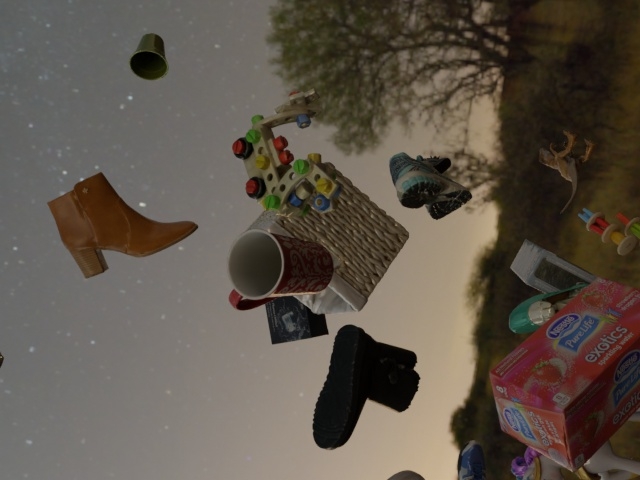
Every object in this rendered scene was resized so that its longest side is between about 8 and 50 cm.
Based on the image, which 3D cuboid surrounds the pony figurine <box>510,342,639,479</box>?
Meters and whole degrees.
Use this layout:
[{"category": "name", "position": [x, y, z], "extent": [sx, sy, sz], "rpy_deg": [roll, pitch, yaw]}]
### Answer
[{"category": "pony figurine", "position": [0.586, 0.406, 1.655], "extent": [0.303, 0.363, 0.351], "rpy_deg": [-74, -22, -82]}]

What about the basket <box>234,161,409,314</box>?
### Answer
[{"category": "basket", "position": [0.000, 0.000, 2.013], "extent": [0.266, 0.328, 0.331], "rpy_deg": [-53, 13, -16]}]

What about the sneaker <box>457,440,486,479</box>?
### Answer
[{"category": "sneaker", "position": [0.395, 0.612, 1.915], "extent": [0.081, 0.080, 0.211], "rpy_deg": [-175, 83, -67]}]

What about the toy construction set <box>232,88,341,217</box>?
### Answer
[{"category": "toy construction set", "position": [-0.069, -0.185, 1.635], "extent": [0.151, 0.215, 0.328], "rpy_deg": [25, -136, -42]}]

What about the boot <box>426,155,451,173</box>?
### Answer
[{"category": "boot", "position": [0.297, -0.197, 2.117], "extent": [0.121, 0.099, 0.045], "rpy_deg": [-36, -69, -23]}]

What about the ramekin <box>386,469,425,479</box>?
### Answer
[{"category": "ramekin", "position": [0.192, 0.651, 1.648], "extent": [0.272, 0.127, 0.273], "rpy_deg": [-20, -61, -43]}]

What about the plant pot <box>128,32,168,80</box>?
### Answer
[{"category": "plant pot", "position": [-0.366, -0.403, 1.637], "extent": [0.083, 0.083, 0.079], "rpy_deg": [80, -173, -52]}]

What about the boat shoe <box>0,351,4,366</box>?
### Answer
[{"category": "boat shoe", "position": [-0.785, 0.368, 1.649], "extent": [0.320, 0.103, 0.118], "rpy_deg": [-65, -3, -46]}]

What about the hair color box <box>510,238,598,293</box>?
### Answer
[{"category": "hair color box", "position": [0.691, 0.099, 2.252], "extent": [0.114, 0.185, 0.374], "rpy_deg": [-63, -5, 8]}]

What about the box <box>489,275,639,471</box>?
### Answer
[{"category": "box", "position": [0.373, 0.177, 1.057], "extent": [0.256, 0.128, 0.123], "rpy_deg": [-33, -58, -24]}]

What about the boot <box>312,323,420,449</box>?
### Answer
[{"category": "boot", "position": [0.100, 0.306, 1.479], "extent": [0.207, 0.094, 0.247], "rpy_deg": [31, -117, -36]}]

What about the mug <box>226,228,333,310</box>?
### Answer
[{"category": "mug", "position": [-0.074, 0.048, 1.274], "extent": [0.169, 0.150, 0.113], "rpy_deg": [6, -112, -57]}]

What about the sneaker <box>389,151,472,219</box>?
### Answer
[{"category": "sneaker", "position": [0.252, -0.135, 1.735], "extent": [0.283, 0.110, 0.122], "rpy_deg": [18, -137, -56]}]

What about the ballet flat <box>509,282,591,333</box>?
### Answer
[{"category": "ballet flat", "position": [0.595, 0.166, 1.913], "extent": [0.087, 0.247, 0.083], "rpy_deg": [107, 142, -84]}]

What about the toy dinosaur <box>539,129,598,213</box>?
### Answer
[{"category": "toy dinosaur", "position": [0.465, -0.135, 1.405], "extent": [0.211, 0.064, 0.112], "rpy_deg": [-89, 16, -63]}]

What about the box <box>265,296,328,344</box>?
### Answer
[{"category": "box", "position": [-0.073, 0.218, 2.250], "extent": [0.093, 0.158, 0.156], "rpy_deg": [-3, -100, -54]}]

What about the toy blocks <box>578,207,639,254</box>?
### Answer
[{"category": "toy blocks", "position": [0.682, -0.035, 1.750], "extent": [0.148, 0.123, 0.054], "rpy_deg": [51, 146, 46]}]

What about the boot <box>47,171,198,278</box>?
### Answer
[{"category": "boot", "position": [-0.446, -0.058, 1.708], "extent": [0.104, 0.295, 0.211], "rpy_deg": [-142, 31, -79]}]
